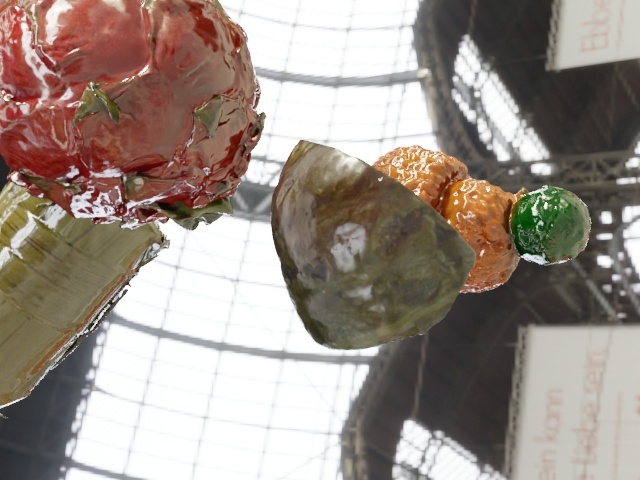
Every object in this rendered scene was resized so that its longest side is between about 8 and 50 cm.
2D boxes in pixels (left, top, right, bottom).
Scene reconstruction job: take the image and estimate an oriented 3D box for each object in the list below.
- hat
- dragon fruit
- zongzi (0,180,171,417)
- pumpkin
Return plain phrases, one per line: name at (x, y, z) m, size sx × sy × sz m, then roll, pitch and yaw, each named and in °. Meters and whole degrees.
hat at (0.268, -0.005, 1.818) m, size 0.285 × 0.400 × 0.286 m, roll 12°, pitch -90°, yaw -70°
dragon fruit at (-0.189, -0.133, 0.908) m, size 0.244 × 0.298 × 0.244 m, roll -58°, pitch -13°, yaw -22°
zongzi at (-0.468, 0.042, 1.603) m, size 0.218 × 0.467 × 0.500 m, roll 41°, pitch -86°, yaw -23°
pumpkin at (0.000, 0.000, 1.094) m, size 0.169 × 0.312 × 0.148 m, roll -49°, pitch -61°, yaw -7°
